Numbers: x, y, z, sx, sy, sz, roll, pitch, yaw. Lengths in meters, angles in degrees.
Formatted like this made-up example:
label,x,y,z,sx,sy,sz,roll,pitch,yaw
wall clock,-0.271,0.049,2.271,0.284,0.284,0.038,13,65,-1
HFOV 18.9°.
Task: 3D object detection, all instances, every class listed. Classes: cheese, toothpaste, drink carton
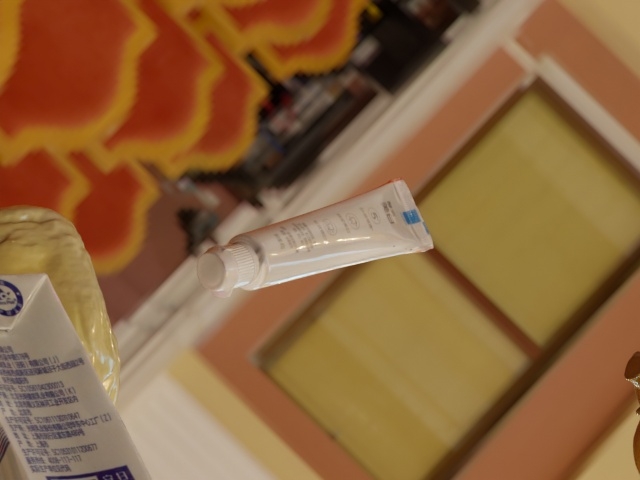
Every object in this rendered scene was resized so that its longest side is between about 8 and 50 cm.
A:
label,x,y,z,sx,sy,sz,roll,pitch,yaw
cheese,-0.262,0.084,1.799,0.117,0.226,0.214,-13,145,-13
toothpaste,0.000,0.000,1.084,0.031,0.048,0.190,-32,170,38
drink carton,-0.199,0.180,1.366,0.106,0.315,0.130,-1,139,-42

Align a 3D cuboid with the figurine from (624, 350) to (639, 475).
label,x,y,z,sx,sy,sz,roll,pitch,yaw
figurine,0.312,0.175,1.551,0.121,0.176,0.122,-9,-132,49
